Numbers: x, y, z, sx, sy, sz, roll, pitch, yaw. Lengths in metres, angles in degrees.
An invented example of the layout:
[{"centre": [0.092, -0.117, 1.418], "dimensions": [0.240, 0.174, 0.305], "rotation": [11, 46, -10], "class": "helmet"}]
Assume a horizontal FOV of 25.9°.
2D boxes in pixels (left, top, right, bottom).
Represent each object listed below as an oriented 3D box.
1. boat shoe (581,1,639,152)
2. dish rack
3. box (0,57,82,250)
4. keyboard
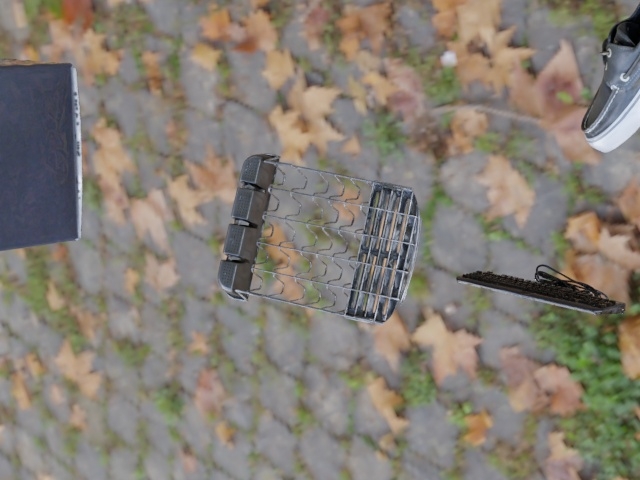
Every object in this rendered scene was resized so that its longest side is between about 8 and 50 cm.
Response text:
[{"centre": [0.184, -0.112, 0.799], "dimensions": [0.040, 0.049, 0.142], "rotation": [22, 128, -10], "class": "boat shoe"}, {"centre": [0.000, 0.000, 1.864], "dimensions": [0.271, 0.074, 0.208], "rotation": [12, 89, 17], "class": "dish rack"}, {"centre": [-0.263, -0.048, 0.800], "dimensions": [0.153, 0.207, 0.108], "rotation": [10, 104, 47], "class": "box"}, {"centre": [0.263, 0.050, 1.635], "dimensions": [0.192, 0.100, 0.038], "rotation": [14, 97, 34], "class": "keyboard"}]
